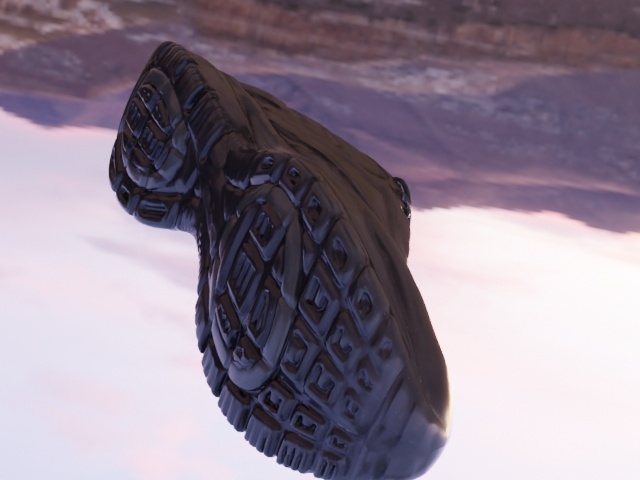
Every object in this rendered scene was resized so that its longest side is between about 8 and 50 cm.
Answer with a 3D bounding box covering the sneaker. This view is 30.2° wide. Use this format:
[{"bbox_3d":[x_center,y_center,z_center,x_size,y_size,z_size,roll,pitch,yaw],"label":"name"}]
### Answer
[{"bbox_3d":[0.000,0.000,0.554,0.130,0.109,0.286,14,-151,-34],"label":"sneaker"}]
